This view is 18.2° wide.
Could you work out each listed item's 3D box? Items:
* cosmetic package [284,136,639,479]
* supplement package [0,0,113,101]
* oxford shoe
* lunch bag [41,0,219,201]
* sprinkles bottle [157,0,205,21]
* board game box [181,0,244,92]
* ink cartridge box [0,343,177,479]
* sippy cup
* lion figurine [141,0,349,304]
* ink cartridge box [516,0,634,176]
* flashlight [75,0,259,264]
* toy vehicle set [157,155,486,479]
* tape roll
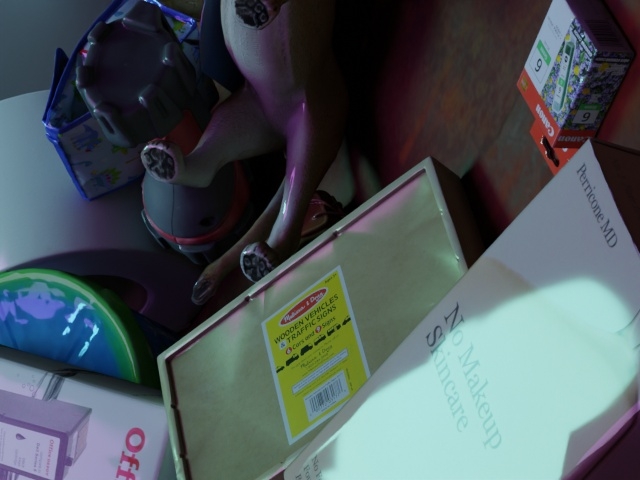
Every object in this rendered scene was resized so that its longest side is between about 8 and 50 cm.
[{"bbox_3d":[0.119,0.109,1.108,0.309,0.113,0.160,-52,41,33],"label":"cosmetic package"},{"bbox_3d":[-0.356,-0.218,2.092,0.198,0.262,0.199,176,94,-67],"label":"supplement package"},{"bbox_3d":[0.000,0.000,1.528,0.212,0.076,0.076,16,94,65],"label":"oxford shoe"},{"bbox_3d":[-0.169,-0.118,1.695,0.096,0.151,0.129,30,161,22],"label":"lunch bag"},{"bbox_3d":[-0.169,-0.280,1.847,0.355,0.121,0.121,-154,66,-63],"label":"sprinkles bottle"},{"bbox_3d":[-0.057,-0.177,1.549,0.033,0.168,0.133,15,82,28],"label":"board game box"},{"bbox_3d":[-0.220,0.194,1.549,0.272,0.115,0.198,13,88,26],"label":"ink cartridge box"},{"bbox_3d":[-0.197,0.152,1.735,0.240,0.224,0.305,-48,65,12],"label":"sippy cup"},{"bbox_3d":[-0.027,-0.159,1.468,0.240,0.142,0.392,-51,-22,-48],"label":"lion figurine"},{"bbox_3d":[0.150,-0.092,1.235,0.063,0.029,0.115,-113,33,-41],"label":"ink cartridge box"},{"bbox_3d":[-0.122,-0.073,1.596,0.103,0.103,0.304,61,180,20],"label":"flashlight"},{"bbox_3d":[0.003,0.078,1.372,0.267,0.035,0.166,-36,43,22],"label":"toy vehicle set"},{"bbox_3d":[-0.236,-0.009,1.848,0.246,0.246,0.169,127,136,-54],"label":"tape roll"}]
